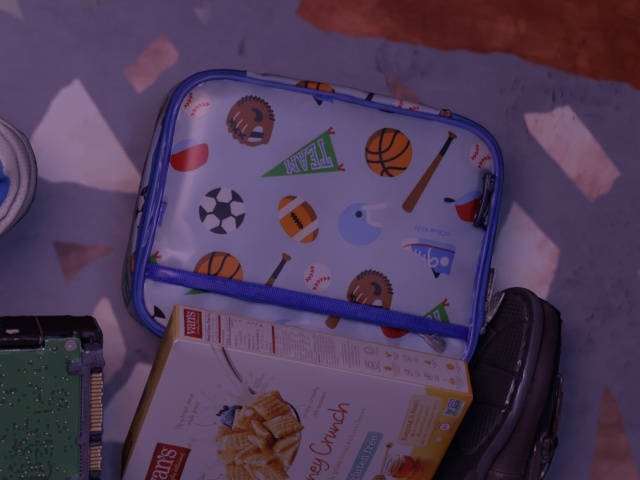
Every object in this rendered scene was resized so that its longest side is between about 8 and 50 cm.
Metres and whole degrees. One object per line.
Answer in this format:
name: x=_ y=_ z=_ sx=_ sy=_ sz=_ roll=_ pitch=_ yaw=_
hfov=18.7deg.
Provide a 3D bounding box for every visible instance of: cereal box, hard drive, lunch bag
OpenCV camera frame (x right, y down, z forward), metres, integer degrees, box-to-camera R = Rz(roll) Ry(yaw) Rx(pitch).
cereal box: x=-0.022 y=0.144 z=1.521 sx=0.240 sy=0.173 sz=0.047 roll=11 pitch=40 yaw=-13
hard drive: x=-0.327 y=0.174 z=1.400 sx=0.338 sy=0.064 sz=0.237 roll=-2 pitch=105 yaw=-13
lunch bag: x=0.000 y=0.000 z=1.555 sx=0.303 sy=0.115 sz=0.243 roll=12 pitch=86 yaw=-12

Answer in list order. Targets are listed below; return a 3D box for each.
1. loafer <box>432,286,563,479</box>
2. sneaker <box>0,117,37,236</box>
loafer: x=0.141 y=0.190 z=1.595 sx=0.095 sy=0.109 sz=0.303 roll=19 pitch=88 yaw=-32
sneaker: x=-0.358 y=-0.006 z=1.399 sx=0.322 sy=0.236 sz=0.130 roll=-23 pitch=93 yaw=-14
